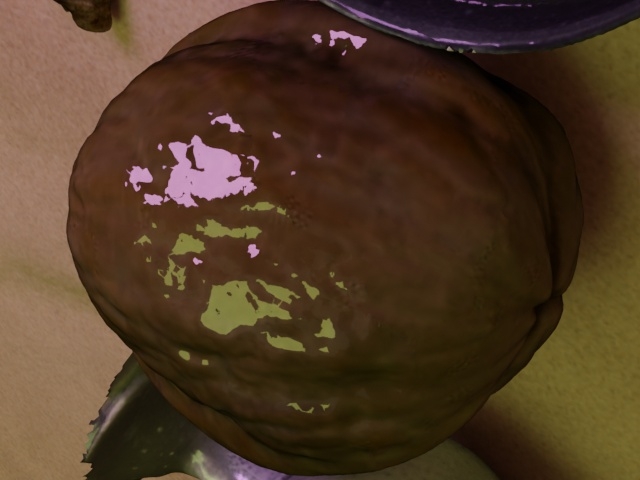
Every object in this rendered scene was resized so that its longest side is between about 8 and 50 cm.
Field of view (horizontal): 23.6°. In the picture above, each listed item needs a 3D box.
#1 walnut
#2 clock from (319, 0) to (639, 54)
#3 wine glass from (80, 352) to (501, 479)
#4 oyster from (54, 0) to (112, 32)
[{"bbox_3d":[0.000,0.000,0.837,0.283,0.227,0.283,4,97,30],"label":"walnut"},{"bbox_3d":[0.050,-0.268,0.667,0.386,0.076,0.386,26,137,27],"label":"clock"},{"bbox_3d":[0.006,0.202,1.024,0.323,0.238,0.238,38,142,12],"label":"wine glass"},{"bbox_3d":[-0.188,-0.197,1.005,0.148,0.051,0.103,42,152,-8],"label":"oyster"}]
